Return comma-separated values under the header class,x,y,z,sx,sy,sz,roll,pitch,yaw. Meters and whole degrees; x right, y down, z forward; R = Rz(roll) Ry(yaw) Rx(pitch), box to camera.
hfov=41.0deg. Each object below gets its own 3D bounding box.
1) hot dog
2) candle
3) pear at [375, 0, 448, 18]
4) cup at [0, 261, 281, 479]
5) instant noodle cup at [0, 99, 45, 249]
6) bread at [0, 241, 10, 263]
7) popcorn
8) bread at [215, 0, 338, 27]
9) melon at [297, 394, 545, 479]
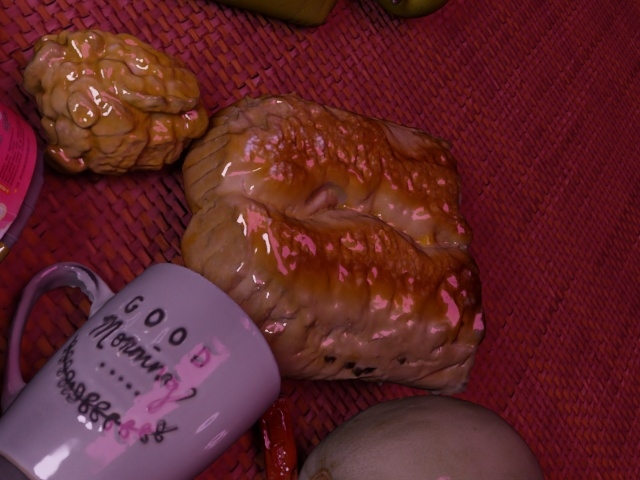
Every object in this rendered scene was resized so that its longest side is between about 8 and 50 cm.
class,x,y,z,sx,sy,sz,roll,pitch,yaw
hot dog,0.000,0.000,1.022,0.365,0.196,0.367,12,61,-42
candle,-0.050,0.256,0.974,0.048,0.053,0.162,-2,81,-43
pear,0.136,-0.414,1.305,0.180,0.166,0.216,47,33,-39
cup,-0.208,0.137,0.809,0.258,0.186,0.234,40,54,13
instant noodle cup,-0.348,-0.060,0.699,0.181,0.258,0.302,40,48,-42
bread,-0.346,0.136,0.627,0.084,0.124,0.344,39,80,-28
popcorn,-0.217,-0.144,0.910,0.194,0.140,0.163,27,53,-31
bread,-0.119,-0.390,1.105,0.384,0.112,0.166,3,73,-41
melon,0.118,0.302,0.968,0.308,0.272,0.271,-10,81,-28
